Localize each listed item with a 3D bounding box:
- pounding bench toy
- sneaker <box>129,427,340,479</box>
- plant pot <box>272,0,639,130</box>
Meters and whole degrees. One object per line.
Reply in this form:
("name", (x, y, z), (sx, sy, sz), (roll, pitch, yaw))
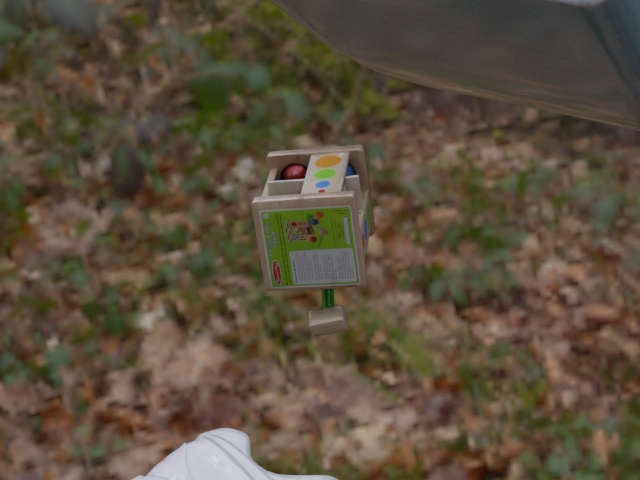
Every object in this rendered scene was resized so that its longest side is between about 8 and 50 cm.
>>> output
("pounding bench toy", (0.000, 0.000, 0.898), (0.052, 0.083, 0.065), (-4, 28, 10))
("sneaker", (0.009, 0.168, 0.818), (0.232, 0.090, 0.115), (40, 53, 9))
("plant pot", (0.128, -0.190, 0.987), (0.248, 0.252, 0.247), (15, 72, 31))
